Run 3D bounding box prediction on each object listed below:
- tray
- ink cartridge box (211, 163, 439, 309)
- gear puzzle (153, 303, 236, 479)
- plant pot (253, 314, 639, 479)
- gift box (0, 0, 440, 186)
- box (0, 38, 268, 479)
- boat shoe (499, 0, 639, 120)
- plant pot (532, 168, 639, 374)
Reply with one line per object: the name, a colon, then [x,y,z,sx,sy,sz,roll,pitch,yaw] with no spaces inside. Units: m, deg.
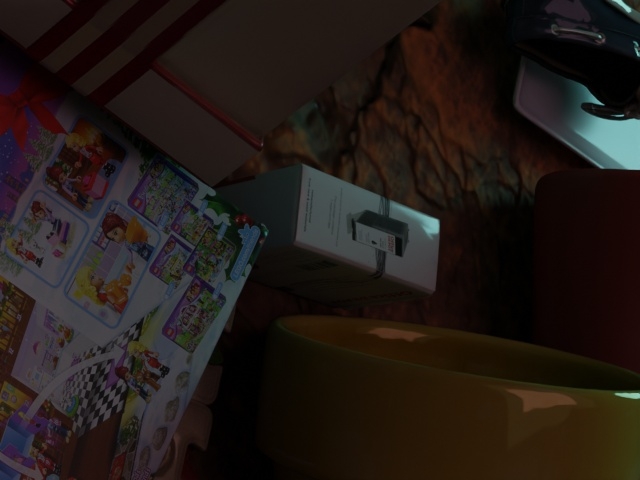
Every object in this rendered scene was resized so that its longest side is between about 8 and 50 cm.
tray: [0.251,-0.115,1.483,0.270,0.030,0.145,30,62,-37]
ink cartridge box: [0.000,0.000,1.170,0.135,0.099,0.056,20,68,-42]
gear puzzle: [-0.141,0.071,1.063,0.175,0.044,0.339,25,63,-28]
plant pot: [0.074,0.186,1.129,0.254,0.254,0.239,5,96,-44]
gift box: [-0.067,-0.216,1.025,0.255,0.258,0.276,40,32,-25]
box: [-0.169,0.057,0.980,0.201,0.057,0.293,38,57,-22]
boat shoe: [0.244,-0.140,1.393,0.254,0.095,0.079,26,64,-37]
plant pot: [0.277,0.091,1.335,0.275,0.275,0.243,16,82,-42]
